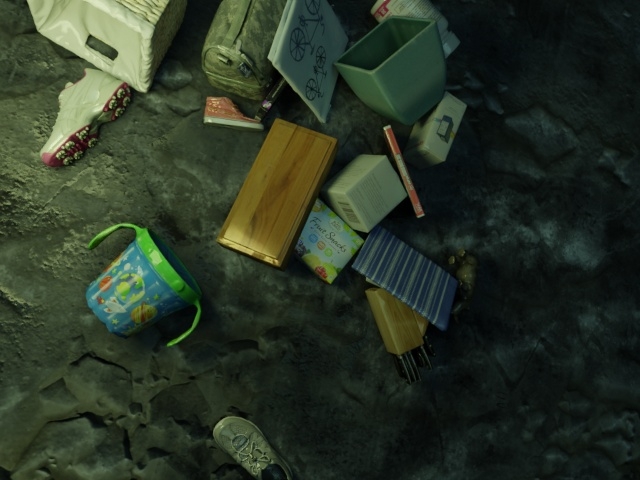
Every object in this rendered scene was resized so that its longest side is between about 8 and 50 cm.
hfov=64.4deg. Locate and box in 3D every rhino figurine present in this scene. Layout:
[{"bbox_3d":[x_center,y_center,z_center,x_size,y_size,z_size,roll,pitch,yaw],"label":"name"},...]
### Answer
[{"bbox_3d":[0.474,0.153,1.682,0.106,0.073,0.243,13,82,-35],"label":"rhino figurine"}]

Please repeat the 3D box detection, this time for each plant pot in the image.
[{"bbox_3d":[0.239,-0.502,1.568,0.247,0.248,0.252,-40,125,-5],"label":"plant pot"}]

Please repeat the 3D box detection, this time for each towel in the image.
[{"bbox_3d":[0.266,0.109,1.550,0.336,0.040,0.243,35,40,-1],"label":"towel"}]

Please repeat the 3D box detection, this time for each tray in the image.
[{"bbox_3d":[-0.119,-0.138,1.475,0.202,0.076,0.411,21,78,11],"label":"tray"}]

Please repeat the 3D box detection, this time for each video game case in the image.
[{"bbox_3d":[0.258,-0.211,1.586,0.025,0.204,0.285,-21,92,9],"label":"video game case"}]

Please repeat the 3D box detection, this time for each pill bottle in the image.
[{"bbox_3d":[0.314,-0.707,1.667,0.283,0.160,0.160,43,74,-10],"label":"pill bottle"}]

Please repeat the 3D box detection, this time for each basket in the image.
[{"bbox_3d":[-0.528,-0.619,1.301,0.328,0.331,0.267,29,71,-14],"label":"basket"}]

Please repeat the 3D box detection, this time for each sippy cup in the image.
[{"bbox_3d":[-0.464,0.124,1.311,0.224,0.240,0.305,-39,58,-7],"label":"sippy cup"}]

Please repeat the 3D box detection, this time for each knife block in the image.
[{"bbox_3d":[0.237,0.302,1.583,0.275,0.088,0.242,26,77,-15],"label":"knife block"}]

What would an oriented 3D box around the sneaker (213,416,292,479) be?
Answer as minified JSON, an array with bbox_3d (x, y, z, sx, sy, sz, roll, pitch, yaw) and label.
[{"bbox_3d":[-0.173,0.592,1.406,0.281,0.115,0.105,42,74,-10],"label":"sneaker"}]

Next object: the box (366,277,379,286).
[{"bbox_3d":[0.229,0.105,1.583,0.186,0.038,0.145,25,35,-13],"label":"box"}]

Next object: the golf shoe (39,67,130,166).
[{"bbox_3d":[-0.648,-0.330,1.352,0.140,0.115,0.306,34,69,-1],"label":"golf shoe"}]

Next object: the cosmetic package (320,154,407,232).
[{"bbox_3d":[0.130,-0.146,1.539,0.183,0.151,0.151,-42,117,-18],"label":"cosmetic package"}]

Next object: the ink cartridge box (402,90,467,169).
[{"bbox_3d":[0.365,-0.351,1.652,0.093,0.154,0.212,29,76,-15],"label":"ink cartridge box"}]

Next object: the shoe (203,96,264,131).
[{"bbox_3d":[-0.252,-0.373,1.499,0.177,0.063,0.081,6,88,-13],"label":"shoe"}]

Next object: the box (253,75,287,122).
[{"bbox_3d":[-0.138,-0.433,1.515,0.029,0.116,0.162,36,75,-11],"label":"box"}]

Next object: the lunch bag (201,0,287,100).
[{"bbox_3d":[-0.206,-0.577,1.415,0.212,0.256,0.305,19,81,0],"label":"lunch bag"}]

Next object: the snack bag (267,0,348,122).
[{"bbox_3d":[-0.021,-0.569,1.504,0.037,0.342,0.323,9,78,28],"label":"snack bag"}]

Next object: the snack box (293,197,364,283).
[{"bbox_3d":[0.000,0.000,1.543,0.207,0.070,0.174,43,76,-11],"label":"snack box"}]
